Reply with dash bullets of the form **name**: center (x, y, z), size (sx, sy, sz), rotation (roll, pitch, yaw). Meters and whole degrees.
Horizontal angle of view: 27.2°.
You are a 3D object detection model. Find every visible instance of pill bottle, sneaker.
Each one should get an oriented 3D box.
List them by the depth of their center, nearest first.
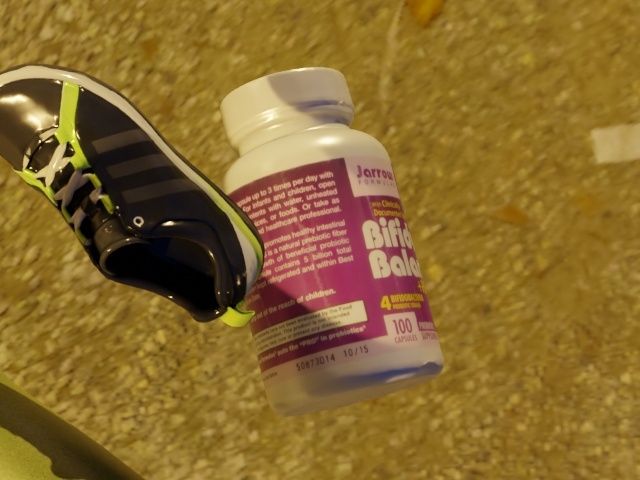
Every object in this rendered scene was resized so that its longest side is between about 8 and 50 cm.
- **sneaker**: center (-0.133, -0.028, 0.874), size (0.234, 0.084, 0.097), rotation (34, 29, -9)
- **pill bottle**: center (0.000, 0.000, 1.236), size (0.169, 0.169, 0.302), rotation (-9, 78, -29)

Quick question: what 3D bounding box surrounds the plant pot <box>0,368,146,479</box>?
- **plant pot**: center (-0.230, 0.268, 0.904), size (0.366, 0.366, 0.353), rotation (-31, 66, -29)
